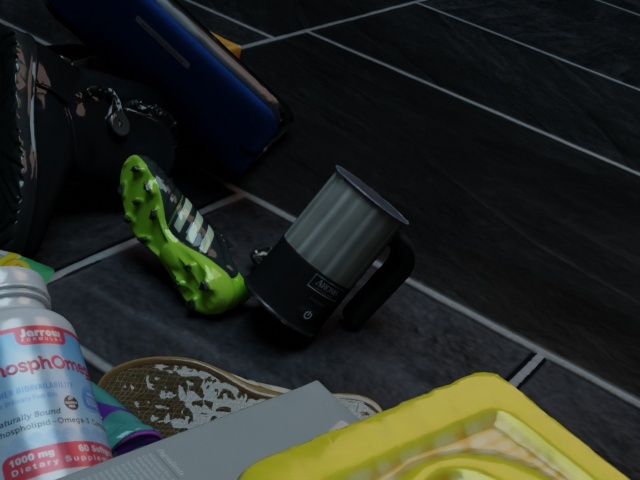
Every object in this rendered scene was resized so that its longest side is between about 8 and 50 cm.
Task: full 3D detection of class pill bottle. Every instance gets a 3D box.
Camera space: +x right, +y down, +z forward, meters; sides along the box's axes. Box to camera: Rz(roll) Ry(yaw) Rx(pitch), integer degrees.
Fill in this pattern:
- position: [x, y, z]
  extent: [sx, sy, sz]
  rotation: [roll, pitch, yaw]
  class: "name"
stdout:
- position: [-0.186, 0.099, 0.623]
  extent: [0.087, 0.087, 0.160]
  rotation: [-7, 58, -31]
  class: "pill bottle"

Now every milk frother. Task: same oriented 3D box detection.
- position: [0.000, 0.000, 0.922]
  extent: [0.143, 0.134, 0.129]
  rotation: [46, 10, 38]
  class: "milk frother"

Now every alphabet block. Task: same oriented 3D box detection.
- position: [0.066, 0.216, 0.515]
  extent: [0.193, 0.197, 0.192]
  rotation: [-15, 40, -40]
  class: "alphabet block"

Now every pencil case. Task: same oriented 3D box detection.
- position: [-0.184, 0.123, 0.703]
  extent: [0.152, 0.070, 0.064]
  rotation: [30, 42, 26]
  class: "pencil case"

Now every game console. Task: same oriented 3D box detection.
- position: [-0.140, -0.232, 1.122]
  extent: [0.293, 0.250, 0.173]
  rotation: [42, 64, -5]
  class: "game console"

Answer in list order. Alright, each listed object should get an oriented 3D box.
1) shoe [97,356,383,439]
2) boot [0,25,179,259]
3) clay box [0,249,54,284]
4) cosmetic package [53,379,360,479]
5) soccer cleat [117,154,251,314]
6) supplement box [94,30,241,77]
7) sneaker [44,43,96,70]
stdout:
- position: [-0.060, 0.139, 0.750]
  extent: [0.219, 0.058, 0.076]
  rotation: [10, 60, 2]
  class: "shoe"
- position: [-0.229, -0.068, 0.970]
  extent: [0.207, 0.094, 0.246]
  rotation: [19, 59, -46]
  class: "boot"
- position: [-0.339, 0.044, 0.796]
  extent: [0.222, 0.053, 0.127]
  rotation: [14, 29, -1]
  class: "clay box"
- position: [-0.071, 0.186, 0.586]
  extent: [0.238, 0.127, 0.107]
  rotation: [-14, 39, -36]
  class: "cosmetic package"
- position: [-0.128, -0.006, 0.935]
  extent: [0.072, 0.060, 0.179]
  rotation: [-8, 58, -53]
  class: "soccer cleat"
- position: [-0.196, -0.202, 1.252]
  extent: [0.080, 0.078, 0.233]
  rotation: [25, 32, 19]
  class: "supplement box"
- position: [-0.299, -0.127, 1.040]
  extent: [0.083, 0.118, 0.222]
  rotation: [15, 29, 2]
  class: "sneaker"
